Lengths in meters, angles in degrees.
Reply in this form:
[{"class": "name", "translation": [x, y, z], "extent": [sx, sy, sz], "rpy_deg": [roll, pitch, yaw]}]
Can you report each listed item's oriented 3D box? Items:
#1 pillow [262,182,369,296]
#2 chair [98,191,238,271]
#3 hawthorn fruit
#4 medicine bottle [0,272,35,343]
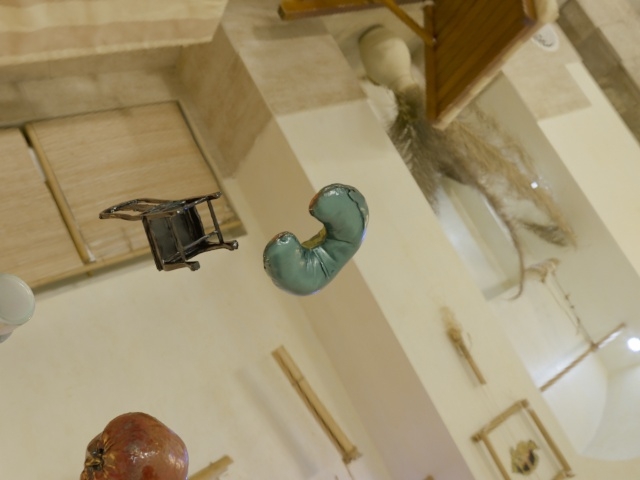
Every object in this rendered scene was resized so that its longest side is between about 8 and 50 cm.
[{"class": "pillow", "translation": [0.000, 0.000, 1.067], "extent": [0.233, 0.086, 0.214], "rpy_deg": [-46, 150, -6]}, {"class": "chair", "translation": [-0.267, -0.017, 1.001], "extent": [0.229, 0.113, 0.106], "rpy_deg": [-3, -162, 39]}, {"class": "hawthorn fruit", "translation": [-0.274, 0.369, 0.931], "extent": [0.163, 0.162, 0.203], "rpy_deg": [-33, 137, 21]}, {"class": "medicine bottle", "translation": [-0.273, 0.064, 0.460], "extent": [0.089, 0.052, 0.052], "rpy_deg": [-28, 169, 21]}]
